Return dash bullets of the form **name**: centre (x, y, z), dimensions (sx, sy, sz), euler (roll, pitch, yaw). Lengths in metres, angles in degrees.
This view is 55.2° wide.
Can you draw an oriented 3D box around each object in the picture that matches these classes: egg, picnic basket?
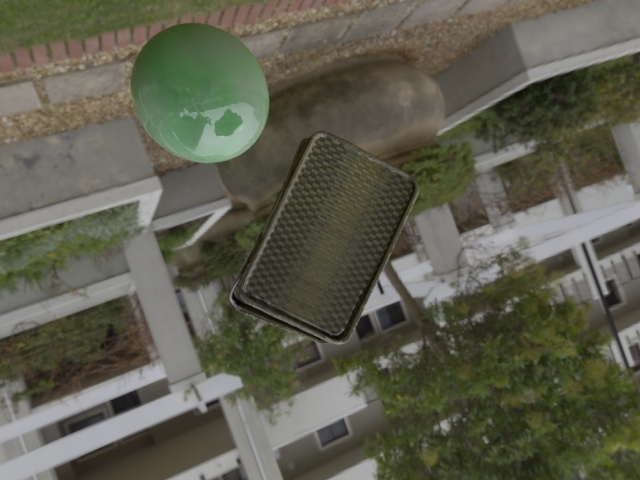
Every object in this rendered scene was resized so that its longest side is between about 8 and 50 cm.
- **egg**: centre (-0.199, -0.244, 1.023), dimensions (0.220, 0.221, 0.269), euler (-20, -141, -30)
- **picnic basket**: centre (0.000, 0.000, 0.828), dimensions (0.267, 0.165, 0.139), euler (-64, -172, -6)
